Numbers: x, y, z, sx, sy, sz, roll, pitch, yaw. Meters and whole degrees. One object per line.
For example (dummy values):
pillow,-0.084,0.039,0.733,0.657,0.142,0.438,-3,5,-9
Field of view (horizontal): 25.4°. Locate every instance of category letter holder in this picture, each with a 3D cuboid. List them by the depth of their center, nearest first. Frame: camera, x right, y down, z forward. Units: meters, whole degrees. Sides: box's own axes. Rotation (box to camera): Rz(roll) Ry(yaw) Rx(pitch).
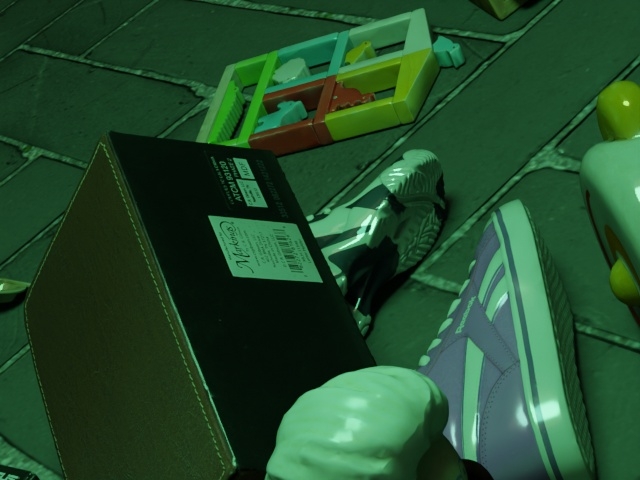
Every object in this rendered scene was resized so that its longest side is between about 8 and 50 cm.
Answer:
letter holder,-0.091,0.105,1.041,0.214,0.152,0.302,-56,45,35

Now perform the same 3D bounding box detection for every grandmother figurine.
grandmother figurine,0.071,0.191,0.679,0.104,0.342,0.208,-16,34,17

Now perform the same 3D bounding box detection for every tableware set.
tableware set,-0.386,0.048,1.448,0.141,0.020,0.169,12,11,31

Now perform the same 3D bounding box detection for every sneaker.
sneaker,0.104,0.080,1.049,0.161,0.102,0.282,-19,33,18
sneaker,0.000,0.000,1.240,0.153,0.094,0.235,12,58,34

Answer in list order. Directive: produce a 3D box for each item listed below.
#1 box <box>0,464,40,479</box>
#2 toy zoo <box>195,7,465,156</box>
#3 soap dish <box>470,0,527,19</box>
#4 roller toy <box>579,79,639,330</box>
box,-0.309,0.248,1.121,0.180,0.077,0.147,4,42,39
toy zoo,0.013,-0.167,1.533,0.293,0.030,0.192,-13,34,21
soap dish,0.228,-0.414,1.571,0.291,0.229,0.118,-40,18,-20
roller toy,0.262,0.001,0.954,0.146,0.209,0.191,-25,38,2
